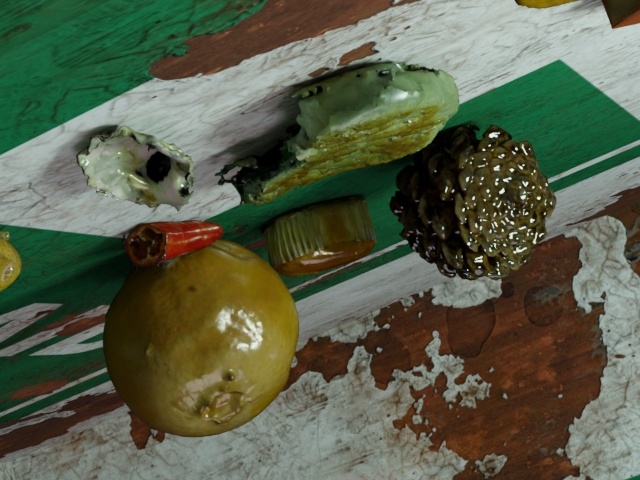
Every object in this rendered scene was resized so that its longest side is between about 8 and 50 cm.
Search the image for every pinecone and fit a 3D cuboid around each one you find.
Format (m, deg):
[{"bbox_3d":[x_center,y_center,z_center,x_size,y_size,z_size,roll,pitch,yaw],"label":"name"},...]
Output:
[{"bbox_3d":[0.228,-0.065,2.250,0.243,0.244,0.257,-11,-151,-38],"label":"pinecone"}]

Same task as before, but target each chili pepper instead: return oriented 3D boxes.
[{"bbox_3d":[-0.207,-0.005,2.199,0.088,0.065,0.169,-8,-176,38],"label":"chili pepper"}]

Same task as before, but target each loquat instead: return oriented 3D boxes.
[{"bbox_3d":[-0.190,0.152,2.318,0.328,0.329,0.328,-19,169,-4],"label":"loquat"}]

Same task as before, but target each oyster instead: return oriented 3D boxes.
[{"bbox_3d":[-0.209,-0.095,1.743,0.132,0.072,0.209,-19,151,30],"label":"oyster"}]

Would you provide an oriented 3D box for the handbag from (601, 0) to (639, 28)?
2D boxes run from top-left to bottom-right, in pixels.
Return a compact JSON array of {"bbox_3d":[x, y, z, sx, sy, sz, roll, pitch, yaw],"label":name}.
[{"bbox_3d":[0.447,-0.324,1.781,0.127,0.063,0.190,-14,172,-24],"label":"handbag"}]

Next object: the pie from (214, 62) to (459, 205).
[{"bbox_3d":[0.036,-0.141,1.908,0.296,0.078,0.371,-13,168,-30],"label":"pie"}]

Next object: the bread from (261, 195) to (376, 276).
[{"bbox_3d":[0.000,0.000,2.458,0.190,0.114,0.132,-9,168,-25],"label":"bread"}]

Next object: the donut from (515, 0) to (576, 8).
[{"bbox_3d":[0.272,-0.308,1.541,0.162,0.066,0.178,-12,168,-14],"label":"donut"}]

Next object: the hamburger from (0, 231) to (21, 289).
[{"bbox_3d":[-0.464,0.024,1.672,0.283,0.144,0.156,-22,179,20],"label":"hamburger"}]
